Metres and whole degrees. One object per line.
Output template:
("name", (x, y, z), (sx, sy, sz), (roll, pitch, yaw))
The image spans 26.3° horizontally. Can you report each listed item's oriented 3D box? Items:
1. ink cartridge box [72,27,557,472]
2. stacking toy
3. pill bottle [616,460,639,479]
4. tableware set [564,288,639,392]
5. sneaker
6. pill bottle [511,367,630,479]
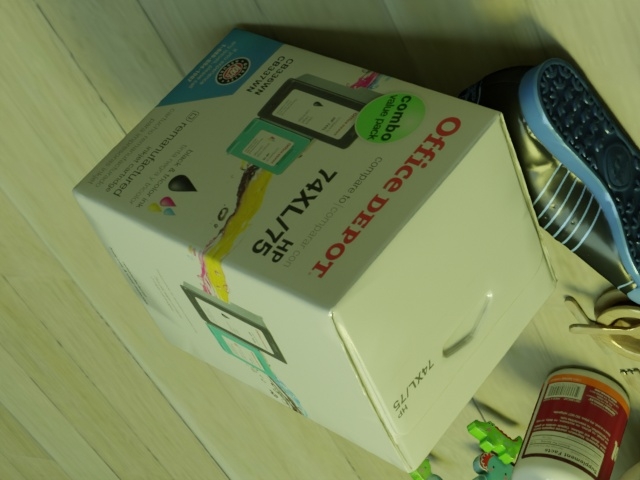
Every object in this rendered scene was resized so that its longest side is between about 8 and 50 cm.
("ink cartridge box", (0.000, 0.000, 1.027), (0.270, 0.198, 0.197), (23, 152, 38))
("stacking toy", (0.218, 0.268, 1.452), (0.221, 0.052, 0.167), (33, 145, -7))
("pill bottle", (0.382, 0.340, 1.225), (0.301, 0.169, 0.169), (39, 158, 36))
("tableware set", (0.301, 0.114, 1.183), (0.128, 0.039, 0.194), (-12, 131, 44))
("sneaker", (0.189, -0.038, 1.024), (0.090, 0.081, 0.232), (-8, 127, 47))
("pill bottle", (0.225, 0.200, 1.252), (0.086, 0.152, 0.086), (19, 147, 13))
